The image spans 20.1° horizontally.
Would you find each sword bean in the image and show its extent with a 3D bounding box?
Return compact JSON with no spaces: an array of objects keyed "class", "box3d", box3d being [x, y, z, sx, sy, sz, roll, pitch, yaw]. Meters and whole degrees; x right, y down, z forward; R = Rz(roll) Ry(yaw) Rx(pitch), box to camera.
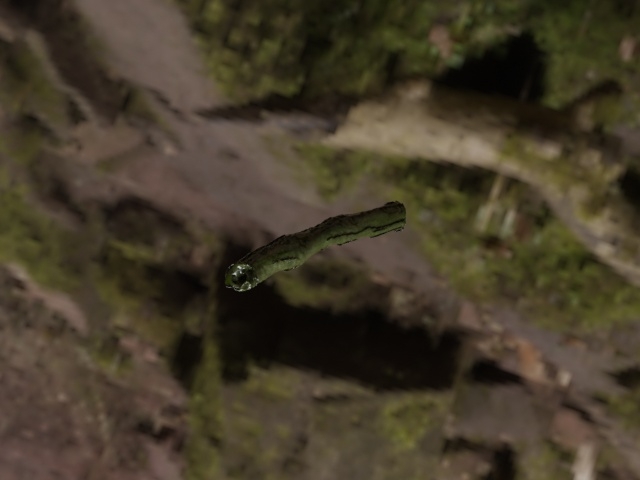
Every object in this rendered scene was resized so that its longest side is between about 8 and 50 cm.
[{"class":"sword bean","box3d":[0.000,0.000,0.534,0.012,0.012,0.083,19,-156,32]}]
